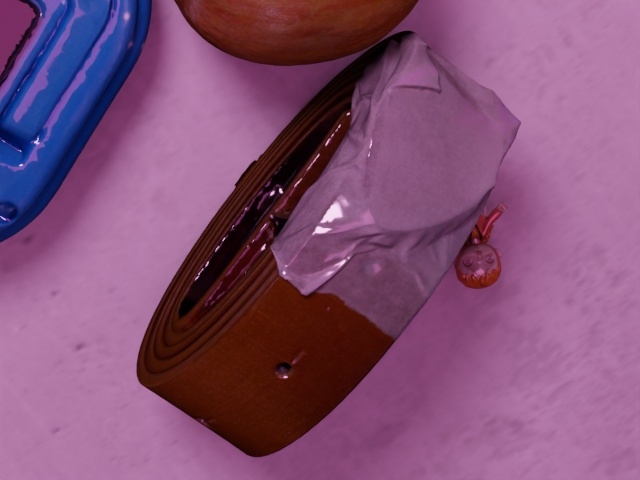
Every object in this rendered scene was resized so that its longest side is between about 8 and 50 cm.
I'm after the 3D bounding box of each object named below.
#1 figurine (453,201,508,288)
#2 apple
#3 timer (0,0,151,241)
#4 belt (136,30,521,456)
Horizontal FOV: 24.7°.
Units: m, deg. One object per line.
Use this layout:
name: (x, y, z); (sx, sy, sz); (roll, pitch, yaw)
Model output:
figurine: (0.128, -0.014, 1.229); (0.064, 0.047, 0.109); (-10, 101, 1)
apple: (-0.020, -0.229, 1.039); (0.188, 0.211, 0.211); (-11, 110, -10)
timer: (-0.311, -0.165, 1.060); (0.340, 0.115, 0.309); (30, 98, -18)
belt: (0.000, 0.000, 1.116); (0.122, 0.217, 0.339); (37, 97, -20)
